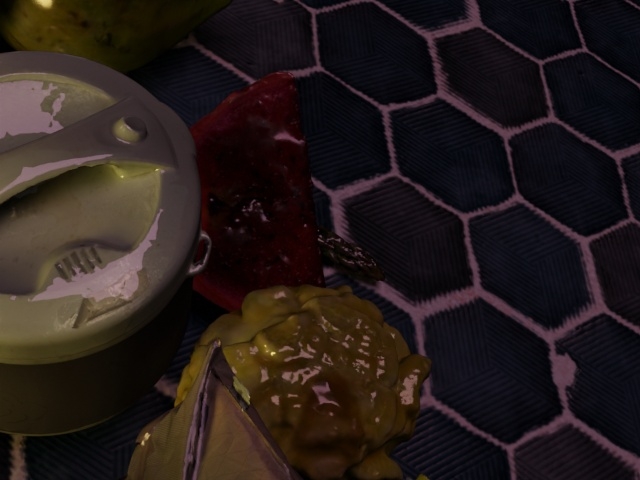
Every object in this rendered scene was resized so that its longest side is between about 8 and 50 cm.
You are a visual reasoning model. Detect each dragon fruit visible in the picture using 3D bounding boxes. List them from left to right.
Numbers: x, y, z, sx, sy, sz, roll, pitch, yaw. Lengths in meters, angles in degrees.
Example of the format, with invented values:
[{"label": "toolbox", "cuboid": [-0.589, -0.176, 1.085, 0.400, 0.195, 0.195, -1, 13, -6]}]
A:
[{"label": "dragon fruit", "cuboid": [-0.099, -0.034, 1.309, 0.211, 0.134, 0.262, -6, 98, -10]}]

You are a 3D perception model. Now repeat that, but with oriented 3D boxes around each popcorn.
[{"label": "popcorn", "cuboid": [-0.014, 0.155, 1.169, 0.235, 0.181, 0.217, 8, 52, -14]}]

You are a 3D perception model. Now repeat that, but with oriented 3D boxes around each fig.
[{"label": "fig", "cuboid": [-0.216, -0.278, 1.398, 0.314, 0.233, 0.233, 18, 47, -18]}]

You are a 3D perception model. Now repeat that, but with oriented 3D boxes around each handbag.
[{"label": "handbag", "cuboid": [-0.110, 0.219, 1.030, 0.117, 0.270, 0.182, -1, 46, -49]}]

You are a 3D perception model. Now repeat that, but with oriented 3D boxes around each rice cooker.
[{"label": "rice cooker", "cuboid": [-0.242, 0.005, 1.087, 0.288, 0.277, 0.288, 3, 62, -6]}]

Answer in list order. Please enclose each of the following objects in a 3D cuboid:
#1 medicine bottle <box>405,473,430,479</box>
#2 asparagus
[{"label": "medicine bottle", "cuboid": [0.126, 0.346, 1.112, 0.250, 0.141, 0.137, 35, 43, 4]}, {"label": "asparagus", "cuboid": [0.000, 0.000, 1.405, 0.165, 0.030, 0.036, 30, 22, 2]}]
